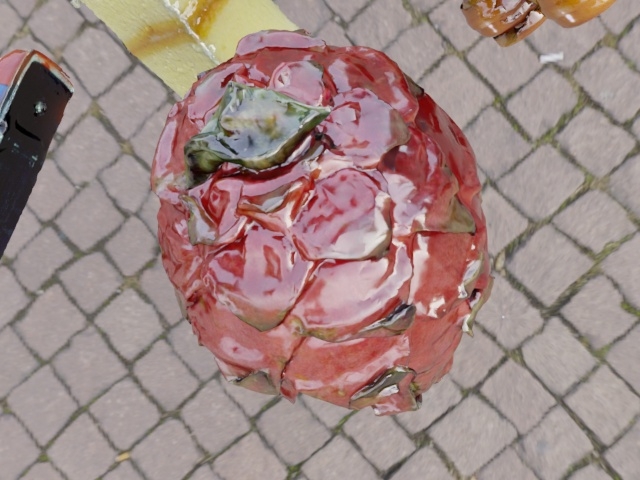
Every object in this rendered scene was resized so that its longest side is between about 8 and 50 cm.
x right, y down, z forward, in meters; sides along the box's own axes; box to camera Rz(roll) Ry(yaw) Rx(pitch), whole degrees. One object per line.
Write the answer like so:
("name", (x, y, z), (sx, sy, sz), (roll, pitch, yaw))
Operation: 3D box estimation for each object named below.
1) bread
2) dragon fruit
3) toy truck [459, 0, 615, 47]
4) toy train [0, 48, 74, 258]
("bread", (-0.150, -0.253, 1.043), (0.178, 0.142, 0.266), (-44, 115, 7))
("dragon fruit", (0.000, 0.000, 0.664), (0.245, 0.244, 0.298), (-19, 114, 9))
("toy truck", (0.192, -0.306, 0.803), (0.204, 0.288, 0.211), (44, 85, -15))
("toy train", (-0.363, 0.005, 0.905), (0.089, 0.086, 0.409), (15, 78, 28))
